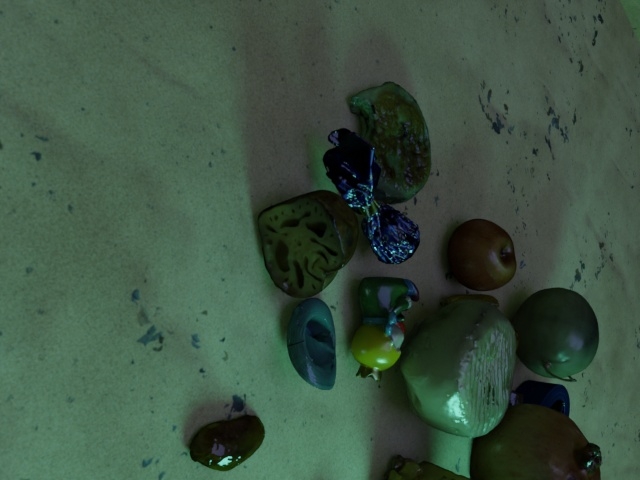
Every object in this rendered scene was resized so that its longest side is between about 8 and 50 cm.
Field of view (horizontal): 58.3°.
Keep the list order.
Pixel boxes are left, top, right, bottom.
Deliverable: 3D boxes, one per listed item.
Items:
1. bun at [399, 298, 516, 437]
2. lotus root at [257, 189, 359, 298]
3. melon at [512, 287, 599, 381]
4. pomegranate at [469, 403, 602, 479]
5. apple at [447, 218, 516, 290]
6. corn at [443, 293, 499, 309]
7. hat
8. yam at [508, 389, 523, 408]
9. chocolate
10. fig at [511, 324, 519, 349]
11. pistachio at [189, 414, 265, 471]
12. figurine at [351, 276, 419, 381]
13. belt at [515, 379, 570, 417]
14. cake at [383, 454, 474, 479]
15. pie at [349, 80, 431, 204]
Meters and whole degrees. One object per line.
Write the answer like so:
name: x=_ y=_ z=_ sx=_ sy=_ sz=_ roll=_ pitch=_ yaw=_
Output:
bun: x=0.345 y=0.315 z=1.426 sx=0.362 sy=0.234 sz=0.326 roll=-29 pitch=107 yaw=-42
lotus root: x=0.001 y=0.000 z=1.142 sx=0.180 sy=0.188 sz=0.199 roll=-19 pitch=101 yaw=-56
melon: x=0.726 y=0.286 z=1.779 sx=0.308 sy=0.272 sz=0.272 roll=-26 pitch=108 yaw=-34
pomegranate: x=0.551 y=0.572 z=1.433 sx=0.338 sy=0.338 sz=0.338 roll=0 pitch=89 yaw=-44
apple: x=0.449 y=0.040 z=1.575 sx=0.201 sy=0.162 sz=0.201 roll=-2 pitch=93 yaw=-43
corn: x=0.422 y=0.189 z=1.606 sx=0.238 sy=0.080 sz=0.080 roll=6 pitch=85 yaw=-44
hat: x=-0.025 y=0.216 z=1.185 sx=0.138 sy=0.078 sz=0.191 roll=27 pitch=52 yaw=-49
yam: x=0.515 y=0.566 z=1.664 sx=0.131 sy=0.131 sz=0.280 roll=19 pitch=78 yaw=-42
chocolate: x=0.097 y=-0.092 z=1.251 sx=0.343 sy=0.148 sz=0.126 roll=54 pitch=39 yaw=-34
fig: x=0.499 y=0.297 z=1.656 sx=0.136 sy=0.121 sz=0.153 roll=-14 pitch=124 yaw=-38
pistachio: x=-0.160 y=0.380 z=1.067 sx=0.173 sy=0.049 sz=0.089 roll=0 pitch=90 yaw=-43
figurine: x=0.152 y=0.203 z=1.329 sx=0.185 sy=0.127 sz=0.234 roll=9 pitch=73 yaw=-51
belt: x=0.677 y=0.590 z=1.820 sx=0.347 sy=0.117 sz=0.212 roll=-42 pitch=118 yaw=-36
cake: x=0.269 y=0.659 z=1.353 sx=0.222 sy=0.227 sz=0.286 roll=-17 pitch=101 yaw=-41
pie: x=0.167 y=-0.229 z=1.373 sx=0.302 sy=0.067 sz=0.302 roll=-1 pitch=91 yaw=-44
